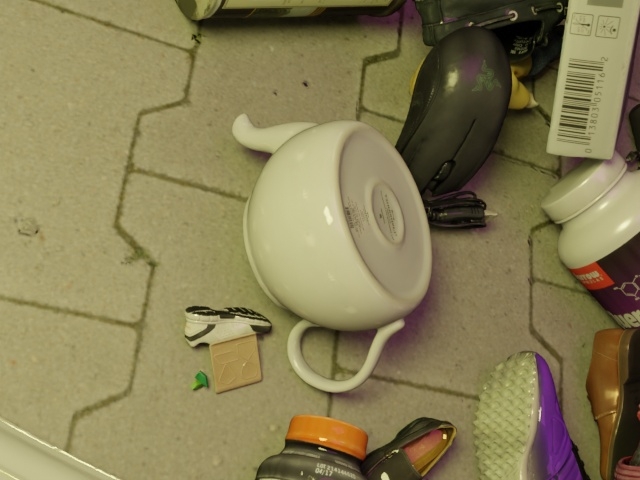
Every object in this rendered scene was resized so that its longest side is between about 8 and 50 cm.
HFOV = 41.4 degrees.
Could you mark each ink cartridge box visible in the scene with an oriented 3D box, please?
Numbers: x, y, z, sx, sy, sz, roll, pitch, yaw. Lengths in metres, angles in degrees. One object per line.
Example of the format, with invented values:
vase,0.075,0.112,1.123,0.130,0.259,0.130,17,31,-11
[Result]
ink cartridge box,0.398,-0.313,1.170,0.091,0.308,0.385,10,25,18

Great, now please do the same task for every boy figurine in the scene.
boy figurine,0.248,-0.258,1.221,0.285,0.092,0.177,-32,87,-30

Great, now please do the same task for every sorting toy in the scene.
sorting toy,-0.107,0.139,0.944,0.083,0.012,0.062,-11,105,-28

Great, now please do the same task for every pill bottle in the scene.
pill bottle,0.455,0.031,1.160,0.323,0.181,0.181,47,59,-3
pill bottle,-0.017,0.308,0.868,0.130,0.130,0.246,23,64,-16

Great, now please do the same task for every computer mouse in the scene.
computer mouse,0.168,-0.124,1.046,0.188,0.272,0.072,3,28,-21

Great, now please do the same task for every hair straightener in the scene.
hair straightener,0.505,-0.109,1.321,0.089,0.047,0.230,10,72,-22

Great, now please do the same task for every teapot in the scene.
teapot,0.000,0.000,0.965,0.252,0.187,0.256,49,37,-33

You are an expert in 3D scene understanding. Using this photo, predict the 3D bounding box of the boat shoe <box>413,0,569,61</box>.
boat shoe,0.249,-0.294,1.119,0.340,0.127,0.113,-10,100,-46

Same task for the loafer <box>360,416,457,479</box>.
loafer,0.090,0.261,0.975,0.170,0.061,0.062,-41,93,-30

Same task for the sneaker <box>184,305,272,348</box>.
sneaker,-0.107,0.100,0.961,0.109,0.040,0.044,6,101,-30

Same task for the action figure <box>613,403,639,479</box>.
action figure,0.393,0.373,1.004,0.275,0.248,0.370,-5,82,-6

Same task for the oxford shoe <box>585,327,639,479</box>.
oxford shoe,0.391,0.222,1.132,0.076,0.076,0.212,11,83,-39

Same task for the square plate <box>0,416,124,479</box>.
square plate,-0.314,0.326,0.714,0.344,0.049,0.347,26,64,5

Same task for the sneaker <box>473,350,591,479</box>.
sneaker,0.277,0.287,1.041,0.146,0.102,0.293,13,70,-28

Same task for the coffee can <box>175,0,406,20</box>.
coffee can,-0.036,-0.384,1.068,0.275,0.201,0.202,-9,76,-28
